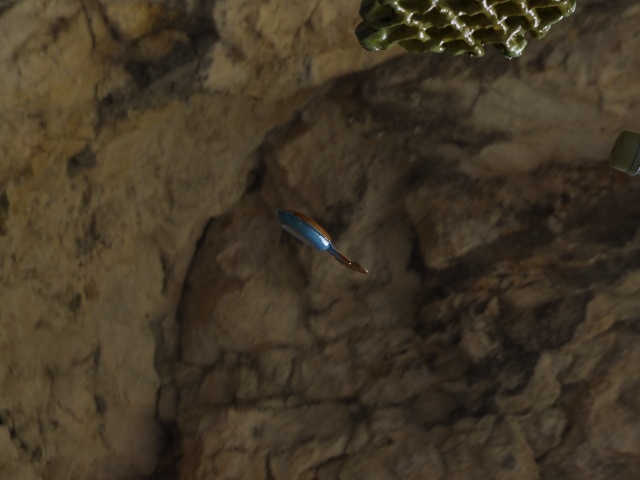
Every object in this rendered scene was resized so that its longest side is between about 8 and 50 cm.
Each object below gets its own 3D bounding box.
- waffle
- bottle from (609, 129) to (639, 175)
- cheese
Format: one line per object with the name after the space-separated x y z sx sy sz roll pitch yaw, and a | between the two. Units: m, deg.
0.147 -0.241 1.131 0.223 0.204 0.054 0 -111 -20 | waffle
0.397 -0.043 1.114 0.269 0.083 0.083 18 -115 3 | bottle
0.000 0.001 1.041 0.111 0.047 0.017 38 -101 -38 | cheese
